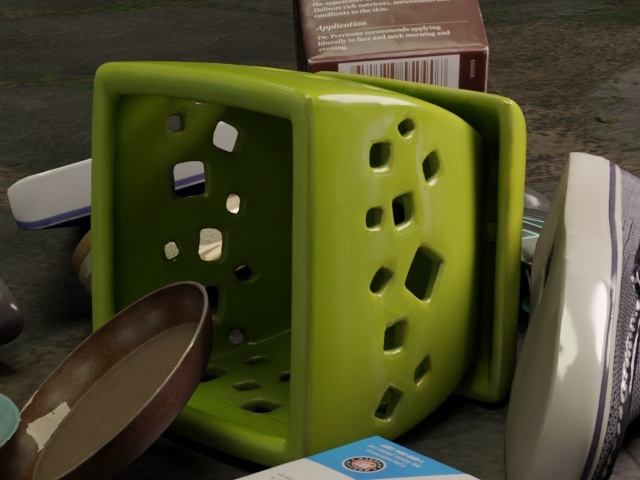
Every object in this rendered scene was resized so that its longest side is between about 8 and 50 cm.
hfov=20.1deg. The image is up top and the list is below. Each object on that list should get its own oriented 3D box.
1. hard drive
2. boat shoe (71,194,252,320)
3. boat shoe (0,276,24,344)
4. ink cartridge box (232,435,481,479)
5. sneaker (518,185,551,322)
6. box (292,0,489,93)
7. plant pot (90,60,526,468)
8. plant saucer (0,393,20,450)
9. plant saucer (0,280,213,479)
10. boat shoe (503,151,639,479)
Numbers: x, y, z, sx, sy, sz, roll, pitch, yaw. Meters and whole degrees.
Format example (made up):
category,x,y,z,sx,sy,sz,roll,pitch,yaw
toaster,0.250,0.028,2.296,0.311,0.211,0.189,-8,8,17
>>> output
category,x,y,z,sx,sy,sz,roll,pitch,yaw
hard drive,-0.126,-0.055,1.487,0.210,0.040,0.318,-16,1,1
boat shoe,-0.035,0.011,1.355,0.302,0.109,0.098,-14,58,-34
boat shoe,-0.296,0.026,1.346,0.092,0.102,0.285,-5,18,-25
ink cartridge box,-0.012,0.165,0.781,0.203,0.085,0.148,-14,18,-31
sneaker,0.201,0.023,1.287,0.267,0.101,0.106,1,38,15
box,0.063,-0.177,1.716,0.169,0.167,0.203,-4,46,-2
plant pot,0.000,0.000,1.141,0.207,0.228,0.227,-8,14,-38
plant saucer,-0.273,0.131,1.061,0.195,0.037,0.195,-3,15,1
plant saucer,-0.121,0.093,1.045,0.168,0.029,0.168,-36,20,15
boat shoe,0.206,0.056,1.079,0.158,0.127,0.340,17,31,2
